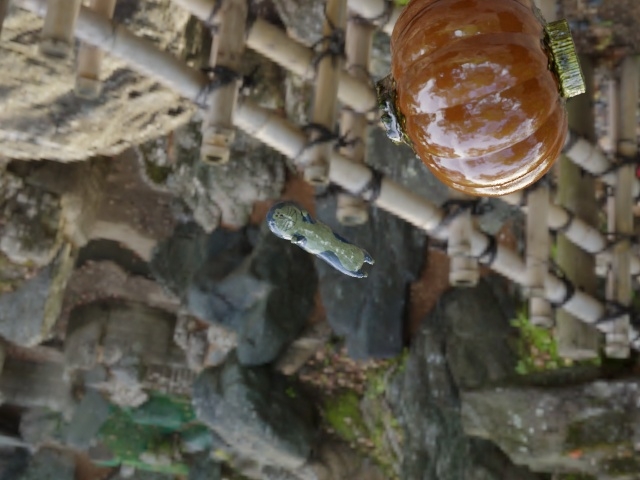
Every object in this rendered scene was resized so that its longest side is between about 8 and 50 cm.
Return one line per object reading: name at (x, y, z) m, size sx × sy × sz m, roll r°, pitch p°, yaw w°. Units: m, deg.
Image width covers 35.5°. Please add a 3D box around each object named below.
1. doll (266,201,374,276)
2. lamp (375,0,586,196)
doll at (0.000, 0.000, 1.027) m, size 0.125 × 0.037 × 0.027 m, roll 29°, pitch 167°, yaw -13°
lamp at (0.154, -0.152, 0.980) m, size 0.197 × 0.223 × 0.223 m, roll -17°, pitch 152°, yaw 17°
